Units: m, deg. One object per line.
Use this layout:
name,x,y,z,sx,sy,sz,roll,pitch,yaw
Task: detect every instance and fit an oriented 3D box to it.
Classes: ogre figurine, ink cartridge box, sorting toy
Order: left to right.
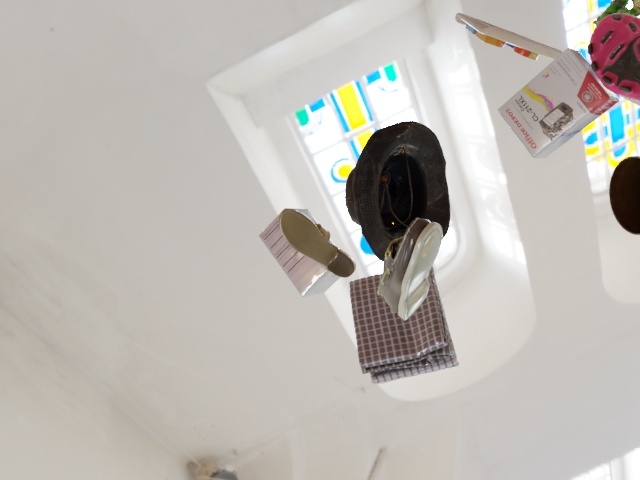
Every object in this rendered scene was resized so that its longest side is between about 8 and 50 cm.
sorting toy,0.410,-0.447,1.365,0.193,0.038,0.208,14,-156,-15
ink cartridge box,0.453,-0.259,1.182,0.175,0.072,0.127,-43,-109,35
ogre figurine,0.771,-0.537,1.524,0.118,0.097,0.197,-30,-111,-1

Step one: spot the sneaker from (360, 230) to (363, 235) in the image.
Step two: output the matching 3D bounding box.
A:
sneaker,0.157,-0.095,2.030,0.082,0.208,0.094,1,-118,3

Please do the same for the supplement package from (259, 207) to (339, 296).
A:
supplement package,-0.048,0.033,1.883,0.134,0.139,0.244,-44,-108,23

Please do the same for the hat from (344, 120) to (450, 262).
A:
hat,0.143,-0.097,1.327,0.134,0.331,0.331,-1,-134,45

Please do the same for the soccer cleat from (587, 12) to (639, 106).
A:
soccer cleat,0.574,-0.262,1.021,0.116,0.143,0.331,-60,-147,36

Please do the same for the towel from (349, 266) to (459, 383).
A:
towel,0.200,0.201,1.551,0.235,0.121,0.283,-13,-132,9

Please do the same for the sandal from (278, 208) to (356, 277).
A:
sandal,-0.004,0.005,1.594,0.088,0.240,0.079,-53,174,18

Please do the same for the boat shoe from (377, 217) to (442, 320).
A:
boat shoe,0.123,0.038,0.901,0.069,0.227,0.081,38,-118,23

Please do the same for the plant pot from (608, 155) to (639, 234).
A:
plant pot,0.958,-0.133,1.677,0.231,0.215,0.215,-6,-142,-9
